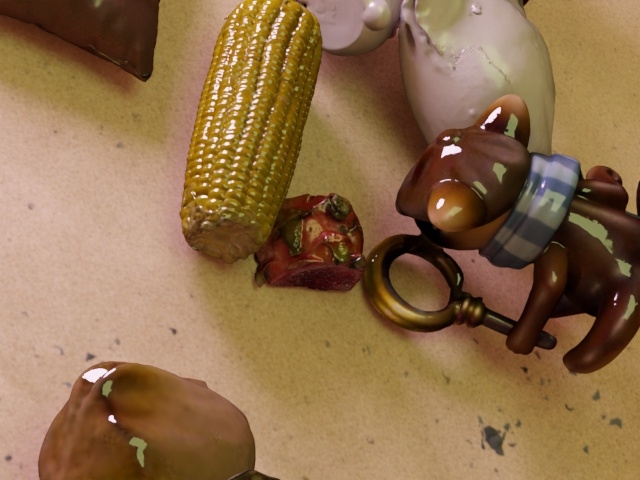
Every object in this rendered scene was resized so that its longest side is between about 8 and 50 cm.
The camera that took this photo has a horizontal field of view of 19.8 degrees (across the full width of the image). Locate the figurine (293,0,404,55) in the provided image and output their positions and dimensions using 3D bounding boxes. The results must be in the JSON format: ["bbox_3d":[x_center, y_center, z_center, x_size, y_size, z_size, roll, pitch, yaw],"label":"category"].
[{"bbox_3d":[0.067,-0.312,2.291,0.235,0.155,0.127,-31,114,-52],"label":"figurine"}]

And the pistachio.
[{"bbox_3d":[-0.158,0.232,1.803,0.260,0.163,0.212,15,81,-47],"label":"pistachio"}]

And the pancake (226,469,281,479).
[{"bbox_3d":[-0.105,0.321,1.769,0.029,0.212,0.235,27,32,34],"label":"pancake"}]

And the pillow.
[{"bbox_3d":[-0.307,-0.359,2.084,0.308,0.108,0.305,20,59,-21],"label":"pillow"}]

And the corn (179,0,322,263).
[{"bbox_3d":[-0.078,-0.133,2.090,0.131,0.131,0.344,25,52,-20],"label":"corn"}]

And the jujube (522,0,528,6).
[{"bbox_3d":[0.234,-0.374,2.434,0.168,0.168,0.236,27,69,-19],"label":"jujube"}]

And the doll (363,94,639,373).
[{"bbox_3d":[0.243,-0.001,2.162,0.340,0.209,0.318,31,69,-17],"label":"doll"}]

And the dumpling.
[{"bbox_3d":[0.220,-0.199,2.294,0.341,0.181,0.260,49,44,-5],"label":"dumpling"}]

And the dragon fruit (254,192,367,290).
[{"bbox_3d":[0.000,0.000,2.082,0.147,0.096,0.102,7,63,-29],"label":"dragon fruit"}]
